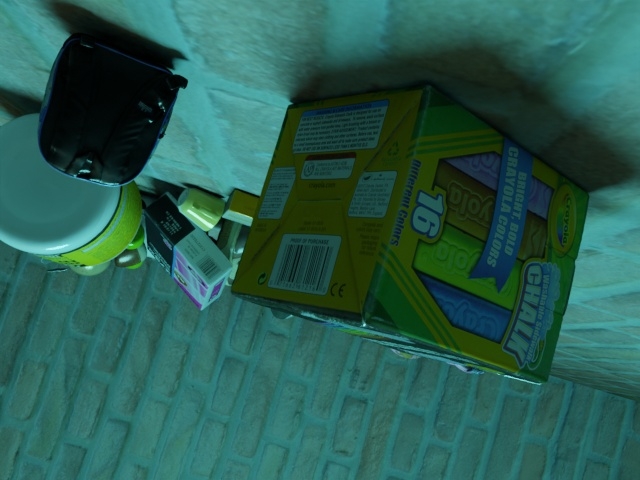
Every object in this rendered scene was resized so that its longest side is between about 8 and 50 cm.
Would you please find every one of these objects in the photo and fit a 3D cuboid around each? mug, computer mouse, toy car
[{"bbox_3d":[-0.200,-0.059,1.179,0.064,0.062,0.078,33,147,-31],"label":"mug"},{"bbox_3d":[-0.376,-0.076,1.458,0.193,0.042,0.106,17,169,41],"label":"computer mouse"},{"bbox_3d":[-0.444,0.007,1.356,0.149,0.188,0.155,59,159,11],"label":"toy car"}]

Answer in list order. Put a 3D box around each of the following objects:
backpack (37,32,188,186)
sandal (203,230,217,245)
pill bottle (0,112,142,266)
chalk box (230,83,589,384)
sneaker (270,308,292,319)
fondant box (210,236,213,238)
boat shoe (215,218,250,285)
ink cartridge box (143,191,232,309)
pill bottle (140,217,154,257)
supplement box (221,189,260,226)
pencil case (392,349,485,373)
[{"bbox_3d":[-0.186,-0.110,0.612,0.105,0.114,0.084,19,-169,-22],"label":"backpack"},{"bbox_3d":[-0.260,-0.032,1.476,0.090,0.060,0.219,29,-179,-27],"label":"sandal"},{"bbox_3d":[-0.372,-0.057,1.060,0.188,0.187,0.334,18,171,-4],"label":"pill bottle"},{"bbox_3d":[0.104,0.011,0.621,0.289,0.179,0.180,22,169,-38],"label":"chalk box"},{"bbox_3d":[-0.092,0.093,1.372,0.086,0.132,0.228,52,141,23],"label":"sneaker"},{"bbox_3d":[-0.469,-0.007,1.892,0.330,0.096,0.238,20,171,-13],"label":"fondant box"},{"bbox_3d":[-0.134,0.032,1.420,0.123,0.123,0.342,15,164,0],"label":"boat shoe"},{"bbox_3d":[-0.262,0.038,1.372,0.175,0.069,0.371,49,164,3],"label":"ink cartridge box"},{"bbox_3d":[-0.454,-0.030,1.628,0.221,0.121,0.121,14,171,20],"label":"pill bottle"},{"bbox_3d":[-0.119,-0.050,1.127,0.062,0.036,0.098,19,171,-13],"label":"supplement box"},{"bbox_3d":[0.284,0.218,1.667,0.160,0.167,0.386,-15,-178,-19],"label":"pencil case"}]
